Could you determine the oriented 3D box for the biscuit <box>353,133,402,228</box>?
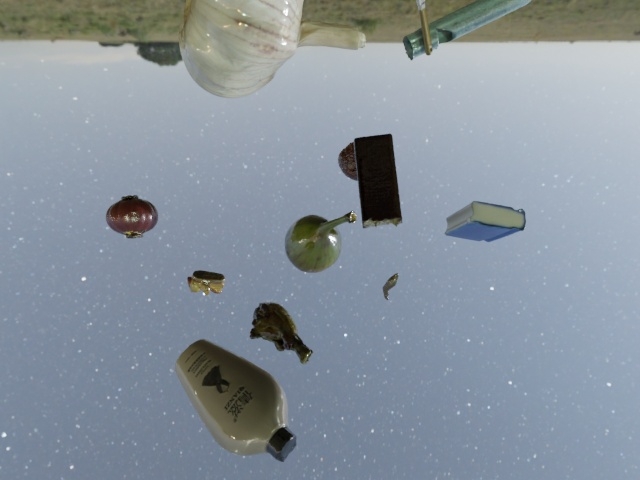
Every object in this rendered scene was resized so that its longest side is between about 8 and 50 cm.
[{"bbox_3d":[0.150,-0.151,1.064,0.106,0.252,0.070,-7,170,7],"label":"biscuit"}]

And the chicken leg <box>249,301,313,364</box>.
[{"bbox_3d":[-0.081,0.186,0.804,0.093,0.070,0.178,-36,-133,-24],"label":"chicken leg"}]

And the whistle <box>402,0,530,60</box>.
[{"bbox_3d":[0.353,-0.534,0.984,0.312,0.062,0.062,-25,-152,4],"label":"whistle"}]

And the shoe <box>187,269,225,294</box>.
[{"bbox_3d":[-0.353,0.136,1.258,0.109,0.069,0.072,-6,-147,-27],"label":"shoe"}]

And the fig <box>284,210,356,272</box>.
[{"bbox_3d":[0.000,0.000,0.980,0.151,0.152,0.259,-9,174,-18],"label":"fig"}]

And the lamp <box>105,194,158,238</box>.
[{"bbox_3d":[-0.390,-0.049,0.845,0.101,0.090,0.101,-10,180,0],"label":"lamp"}]

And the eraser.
[{"bbox_3d":[0.194,-0.020,0.485,0.063,0.027,0.085,10,170,-1],"label":"eraser"}]

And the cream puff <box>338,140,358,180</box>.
[{"bbox_3d":[0.129,-0.249,1.292,0.148,0.149,0.085,2,-131,4],"label":"cream puff"}]

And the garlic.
[{"bbox_3d":[-0.051,-0.265,0.497,0.225,0.199,0.199,4,-157,-26],"label":"garlic"}]

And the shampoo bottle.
[{"bbox_3d":[-0.138,0.258,0.661,0.256,0.078,0.127,26,-118,34],"label":"shampoo bottle"}]

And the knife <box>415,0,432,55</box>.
[{"bbox_3d":[0.222,-0.539,0.894,0.022,0.256,0.046,21,-122,41],"label":"knife"}]

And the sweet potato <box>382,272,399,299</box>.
[{"bbox_3d":[0.274,0.181,1.613,0.041,0.153,0.038,34,-136,19],"label":"sweet potato"}]
